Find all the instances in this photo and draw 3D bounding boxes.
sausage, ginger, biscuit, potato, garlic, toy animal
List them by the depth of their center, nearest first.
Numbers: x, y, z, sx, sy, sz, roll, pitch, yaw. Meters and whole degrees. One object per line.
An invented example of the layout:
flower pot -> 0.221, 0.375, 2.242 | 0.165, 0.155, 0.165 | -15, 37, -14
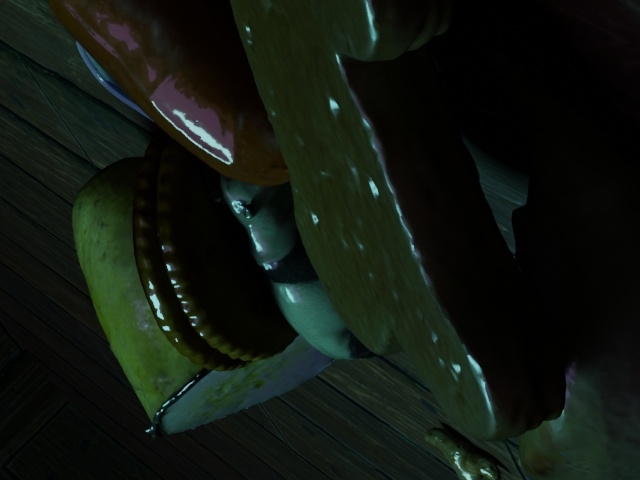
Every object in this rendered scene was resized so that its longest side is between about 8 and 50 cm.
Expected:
biscuit -> 0.028, -0.086, 1.124 | 0.394, 0.076, 0.368 | 69, 167, -20
garlic -> 0.156, 0.036, 1.190 | 0.196, 0.151, 0.338 | 45, 165, 38
sausage -> -0.092, -0.145, 1.364 | 0.258, 0.133, 0.133 | 46, 166, 6
toy animal -> 0.000, 0.000, 1.530 | 0.094, 0.121, 0.225 | 26, 157, 46
biscuit -> -0.075, -0.006, 1.567 | 0.066, 0.220, 0.220 | -9, 133, 30
potato -> -0.129, 0.032, 1.876 | 0.266, 0.229, 0.229 | 56, 169, 17
ginger -> 0.144, 0.218, 1.930 | 0.097, 0.030, 0.048 | 30, 132, 38

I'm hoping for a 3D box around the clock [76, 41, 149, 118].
clock -> -0.148, -0.152, 1.656 | 0.153, 0.050, 0.110 | 33, 161, 39
